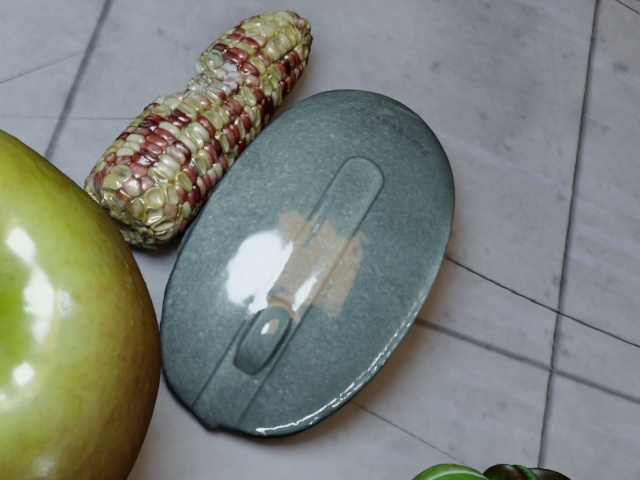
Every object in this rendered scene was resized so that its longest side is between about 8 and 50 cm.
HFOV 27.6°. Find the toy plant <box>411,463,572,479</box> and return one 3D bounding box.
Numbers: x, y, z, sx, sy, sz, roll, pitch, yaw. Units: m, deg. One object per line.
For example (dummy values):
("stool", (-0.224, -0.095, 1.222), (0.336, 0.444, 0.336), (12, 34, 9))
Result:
("toy plant", (0.133, 0.227, 1.067), (0.162, 0.093, 0.093), (7, 61, -18))

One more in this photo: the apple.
("apple", (-0.266, 0.069, 0.869), (0.338, 0.305, 0.339), (10, 58, -17))

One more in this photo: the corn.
("corn", (-0.100, -0.109, 1.152), (0.098, 0.098, 0.290), (36, 57, 0))

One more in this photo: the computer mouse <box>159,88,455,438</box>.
("computer mouse", (-0.001, -0.002, 1.126), (0.203, 0.114, 0.374), (31, 57, -4))
